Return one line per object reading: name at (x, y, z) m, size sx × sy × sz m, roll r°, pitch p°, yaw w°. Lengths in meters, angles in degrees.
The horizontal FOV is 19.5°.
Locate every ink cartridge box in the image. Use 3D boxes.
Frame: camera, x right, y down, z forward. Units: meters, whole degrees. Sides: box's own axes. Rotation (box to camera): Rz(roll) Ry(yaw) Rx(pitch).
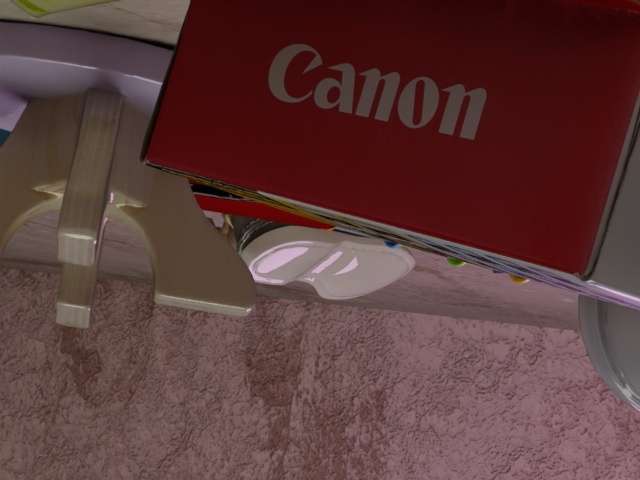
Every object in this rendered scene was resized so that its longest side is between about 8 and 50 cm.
ink cartridge box at (0.067, -0.058, 0.938) m, size 0.309 × 0.130 × 0.272 m, roll 15°, pitch 179°, yaw 44°

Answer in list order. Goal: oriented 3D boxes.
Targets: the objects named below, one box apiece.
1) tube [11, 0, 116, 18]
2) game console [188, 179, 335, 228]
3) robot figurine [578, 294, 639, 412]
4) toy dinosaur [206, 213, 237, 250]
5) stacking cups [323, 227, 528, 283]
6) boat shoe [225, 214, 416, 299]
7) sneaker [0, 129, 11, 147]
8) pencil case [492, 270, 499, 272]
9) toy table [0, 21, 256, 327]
tube at (-0.123, -0.145, 0.920) m, size 0.062 × 0.070 × 0.240 m, roll -16°, pitch -168°, yaw -33°
game console at (-0.046, -0.063, 1.490) m, size 0.144 × 0.124 × 0.085 m, roll 9°, pitch -160°, yaw -6°
robot figurine at (0.346, 0.054, 1.510) m, size 0.300 × 0.200 × 0.353 m, roll 51°, pitch 158°, yaw -16°
toy dinosaur at (-0.091, 0.001, 2.132) m, size 0.183 × 0.092 × 0.053 m, roll 12°, pitch 174°, yaw -31°
stacking cups at (0.041, -0.036, 1.601) m, size 0.316 × 0.096 × 0.096 m, roll 11°, pitch 174°, yaw -16°
boat shoe at (0.004, -0.003, 1.992) m, size 0.109 × 0.091 × 0.305 m, roll -35°, pitch 157°, yaw 22°
sneaker at (-0.184, -0.086, 1.541) m, size 0.092 × 0.087 × 0.229 m, roll -15°, pitch -174°, yaw -36°
pencil case at (0.073, -0.043, 1.432) m, size 0.104 × 0.104 × 0.236 m, roll 3°, pitch 170°, yaw 40°
toy table at (-0.168, -0.042, 1.335) m, size 0.274 × 0.161 × 0.252 m, roll 6°, pitch 162°, yaw 5°
